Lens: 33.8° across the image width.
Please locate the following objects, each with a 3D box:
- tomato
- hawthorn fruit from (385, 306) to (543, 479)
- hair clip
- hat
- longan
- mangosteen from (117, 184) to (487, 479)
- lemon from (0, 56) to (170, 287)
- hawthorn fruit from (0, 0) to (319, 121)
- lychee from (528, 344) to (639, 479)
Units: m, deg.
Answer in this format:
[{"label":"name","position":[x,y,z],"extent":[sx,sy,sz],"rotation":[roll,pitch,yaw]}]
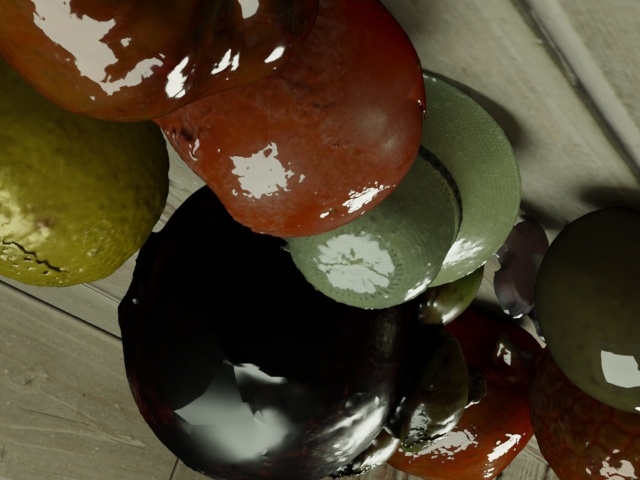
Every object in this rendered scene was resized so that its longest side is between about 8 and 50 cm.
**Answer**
[{"label":"tomato","position":[-0.020,-0.110,0.787],"extent":[0.208,0.184,0.208],"rotation":[52,-175,-7]},{"label":"hawthorn fruit","position":[0.209,0.235,1.632],"extent":[0.311,0.295,0.295],"rotation":[-19,146,28]},{"label":"hair clip","position":[0.262,0.064,1.167],"extent":[0.075,0.146,0.257],"rotation":[-17,143,32]},{"label":"hat","position":[0.043,-0.018,0.932],"extent":[0.257,0.130,0.257],"rotation":[8,129,10]},{"label":"longan","position":[0.313,0.070,1.025],"extent":[0.220,0.197,0.196],"rotation":[21,165,-2]},{"label":"mangosteen","position":[-0.020,0.100,1.205],"extent":[0.421,0.381,0.381],"rotation":[7,163,13]},{"label":"lemon","position":[-0.296,-0.087,1.110],"extent":[0.258,0.258,0.310],"rotation":[12,158,25]},{"label":"hawthorn fruit","position":[-0.120,-0.186,0.630],"extent":[0.224,0.224,0.261],"rotation":[31,180,-37]},{"label":"lychee","position":[0.421,0.249,1.433],"extent":[0.300,0.255,0.255],"rotation":[44,165,2]}]
